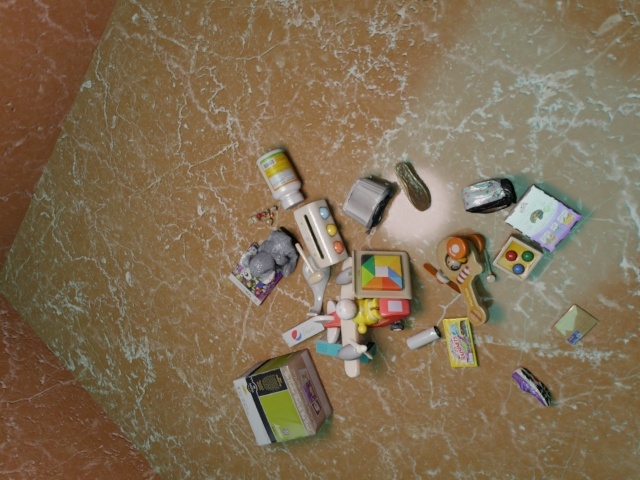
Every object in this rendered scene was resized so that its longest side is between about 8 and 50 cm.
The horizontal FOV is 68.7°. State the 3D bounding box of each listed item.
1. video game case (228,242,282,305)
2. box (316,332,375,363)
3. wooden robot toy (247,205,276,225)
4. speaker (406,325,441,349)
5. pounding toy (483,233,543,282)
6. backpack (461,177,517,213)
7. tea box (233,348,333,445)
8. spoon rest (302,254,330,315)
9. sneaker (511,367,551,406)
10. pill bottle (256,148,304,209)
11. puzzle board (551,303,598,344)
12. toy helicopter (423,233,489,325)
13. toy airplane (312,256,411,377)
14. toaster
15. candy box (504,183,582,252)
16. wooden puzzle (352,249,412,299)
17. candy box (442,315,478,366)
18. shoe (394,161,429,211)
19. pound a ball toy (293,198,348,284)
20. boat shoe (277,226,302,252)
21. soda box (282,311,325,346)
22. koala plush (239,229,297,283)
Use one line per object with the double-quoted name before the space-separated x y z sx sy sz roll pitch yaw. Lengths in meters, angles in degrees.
"video game case" -0.303 0.162 2.230 0.210 0.042 0.232 42 112 10
"box" 0.112 0.474 2.072 0.245 0.100 0.060 7 104 23
"wooden robot toy" -0.257 -0.096 2.154 0.173 0.076 0.079 -23 100 26
"speaker" 0.427 0.405 1.946 0.136 0.055 0.055 -32 85 24
"pounding toy" 0.690 0.083 1.754 0.181 0.094 0.206 33 110 15
"backpack" 0.617 -0.165 1.728 0.182 0.152 0.115 -15 77 28
"tea box" -0.171 0.723 2.172 0.324 0.220 0.328 -21 90 26
"spoon rest" -0.022 0.197 2.105 0.137 0.084 0.276 1 86 22
"sneaker" 0.816 0.569 1.811 0.170 0.068 0.071 49 129 18
"pill bottle" -0.168 -0.262 2.046 0.136 0.136 0.245 -29 87 25
"puzzle board" 0.937 0.312 1.732 0.096 0.011 0.128 38 112 12
"toy helicopter" 0.541 0.158 1.804 0.235 0.140 0.354 -30 74 47
"toy airplane" 0.128 0.301 1.930 0.386 0.272 0.384 40 95 36
"toaster" 0.191 -0.152 1.916 0.147 0.129 0.226 33 112 20
"candy box" 0.797 -0.082 1.687 0.196 0.070 0.164 37 112 11
"wooden puzzle" 0.245 0.129 1.868 0.239 0.220 0.044 4 143 -2
"candy box" 0.567 0.412 1.902 0.105 0.027 0.205 -10 95 28
"shoe" 0.366 -0.215 1.871 0.077 0.058 0.219 -29 91 5
"pound a ball toy" 0.000 0.000 1.968 0.136 0.208 0.319 -24 88 39
"boat shoe" -0.143 0.004 2.130 0.152 0.056 0.049 50 119 19
"soda box" -0.069 0.411 2.157 0.216 0.069 0.073 -32 85 25
"koala plush" -0.230 0.080 2.052 0.196 0.221 0.203 41 144 14
